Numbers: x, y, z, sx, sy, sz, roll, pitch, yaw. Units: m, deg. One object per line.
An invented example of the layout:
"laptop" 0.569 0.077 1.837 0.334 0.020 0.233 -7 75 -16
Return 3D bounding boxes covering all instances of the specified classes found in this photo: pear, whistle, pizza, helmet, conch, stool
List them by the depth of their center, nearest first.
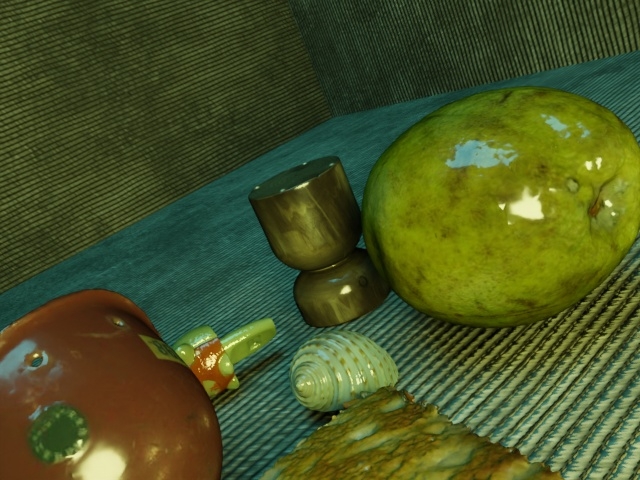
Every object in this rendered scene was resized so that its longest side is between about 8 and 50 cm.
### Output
"pizza" 0.055 0.254 0.600 0.440 0.130 0.406 -23 5 20
"helmet" -0.227 0.259 0.688 0.230 0.385 0.337 26 69 23
"conch" 0.031 0.177 0.879 0.153 0.102 0.135 -33 35 -32
"pear" 0.236 -0.040 0.880 0.352 0.352 0.413 -31 13 -24
"whistle" -0.200 0.209 1.037 0.288 0.131 0.106 -25 47 -17
"stool" 0.000 0.000 1.151 0.179 0.264 0.179 -21 17 7
